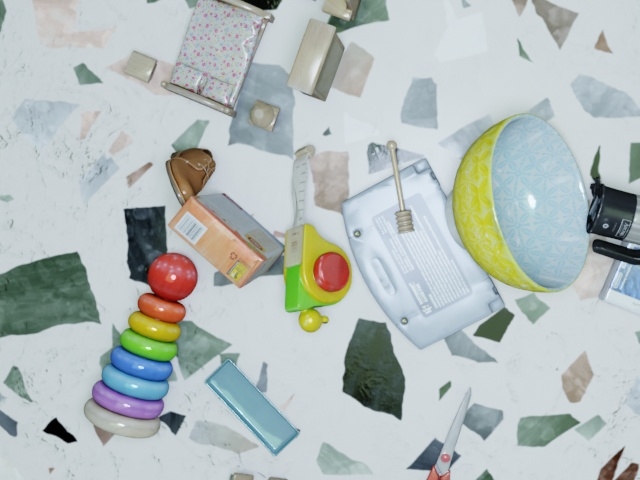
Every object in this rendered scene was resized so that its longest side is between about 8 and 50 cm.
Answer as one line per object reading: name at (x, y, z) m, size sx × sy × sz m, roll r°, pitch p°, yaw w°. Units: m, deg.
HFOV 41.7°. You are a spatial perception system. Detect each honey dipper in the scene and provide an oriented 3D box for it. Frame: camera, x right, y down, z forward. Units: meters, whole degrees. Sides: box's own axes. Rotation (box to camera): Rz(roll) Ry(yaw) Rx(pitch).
honey dipper at (0.132, -0.092, 1.438) m, size 0.031 × 0.030 × 0.160 m, roll -11°, pitch 90°, yaw 8°

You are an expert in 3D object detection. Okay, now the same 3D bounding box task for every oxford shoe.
oxford shoe at (-0.219, -0.118, 1.442) m, size 0.076 × 0.212 × 0.076 m, roll -18°, pitch 116°, yaw 4°

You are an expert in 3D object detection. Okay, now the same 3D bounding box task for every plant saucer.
plant saucer at (-0.126, 0.307, 1.552) m, size 0.067 × 0.018 × 0.192 m, roll -44°, pitch 89°, yaw 8°

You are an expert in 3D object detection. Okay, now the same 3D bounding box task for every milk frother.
milk frother at (0.511, -0.047, 1.381) m, size 0.135 × 0.129 × 0.143 m, roll 15°, pitch 58°, yaw 6°

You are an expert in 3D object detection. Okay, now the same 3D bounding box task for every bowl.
bowl at (0.301, -0.049, 1.385) m, size 0.156 × 0.289 × 0.289 m, roll -13°, pitch 93°, yaw 45°

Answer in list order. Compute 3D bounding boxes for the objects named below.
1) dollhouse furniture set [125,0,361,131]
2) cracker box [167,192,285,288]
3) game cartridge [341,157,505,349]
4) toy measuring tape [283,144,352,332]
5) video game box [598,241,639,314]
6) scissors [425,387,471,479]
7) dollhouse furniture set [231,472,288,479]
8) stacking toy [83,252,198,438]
dollhouse furniture set at (-0.141, -0.370, 1.431) m, size 0.356 × 0.174 × 0.303 m, roll 22°, pitch 96°, yaw 5°
cracker box at (-0.151, -0.005, 1.426) m, size 0.156 × 0.232 × 0.067 m, roll 41°, pitch 99°, yaw 3°
game cartridge at (0.168, 0.030, 1.481) m, size 0.198 × 0.062 × 0.297 m, roll -28°, pitch 90°, yaw 12°
toy measuring tape at (0.000, 0.000, 1.487) m, size 0.121 × 0.121 × 0.330 m, roll 1°, pitch 76°, yaw 7°
video game box at (0.604, 0.043, 1.432) m, size 0.187 × 0.048 × 0.205 m, roll 21°, pitch 96°, yaw 3°
scissors at (0.211, 0.407, 1.515) m, size 0.109 × 0.021 × 0.297 m, roll 5°, pitch 96°, yaw 8°
dollhouse furniture set at (-0.016, 0.490, 1.449) m, size 0.259 × 0.262 × 0.135 m, roll 16°, pitch 95°, yaw -28°
stacking toy at (-0.311, 0.179, 1.515) m, size 0.141 × 0.141 × 0.330 m, roll 18°, pitch 91°, yaw 5°
